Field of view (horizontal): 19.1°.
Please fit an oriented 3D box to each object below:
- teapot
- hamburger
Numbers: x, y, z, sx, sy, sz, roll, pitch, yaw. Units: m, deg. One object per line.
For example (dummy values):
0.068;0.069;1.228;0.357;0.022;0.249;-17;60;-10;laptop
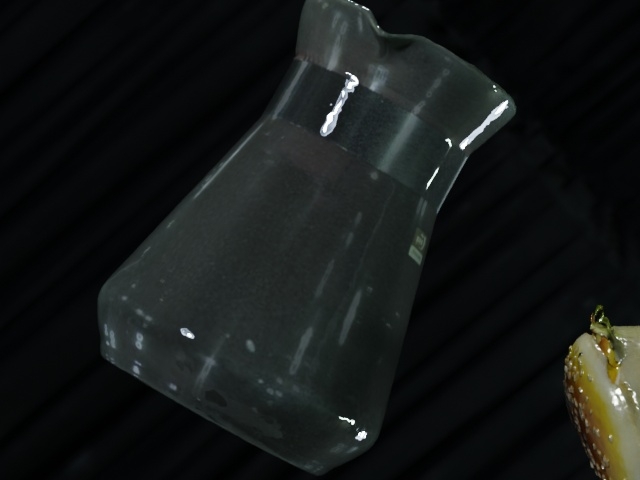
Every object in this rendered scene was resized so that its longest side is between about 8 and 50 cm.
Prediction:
0.000;0.000;1.568;0.253;0.344;0.300;29;-4;16;teapot
0.195;0.107;1.177;0.126;0.081;0.141;43;36;-81;hamburger
